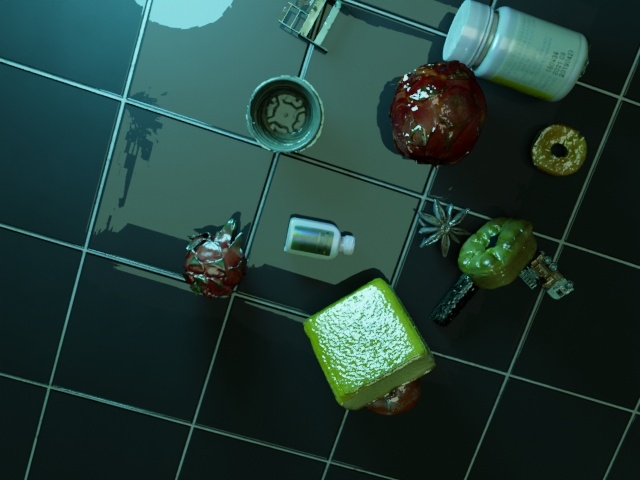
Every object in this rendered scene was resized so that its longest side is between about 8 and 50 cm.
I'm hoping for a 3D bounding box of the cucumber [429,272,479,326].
[{"bbox_3d":[0.460,0.202,1.965,0.078,0.062,0.211,33,98,-9],"label":"cucumber"}]

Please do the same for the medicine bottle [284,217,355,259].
[{"bbox_3d":[0.000,0.000,1.894,0.219,0.078,0.115,10,99,-4],"label":"medicine bottle"}]

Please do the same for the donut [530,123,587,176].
[{"bbox_3d":[0.761,-0.291,1.884,0.178,0.065,0.162,31,103,-9],"label":"donut"}]

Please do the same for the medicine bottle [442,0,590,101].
[{"bbox_3d":[0.578,-0.566,1.743,0.379,0.213,0.213,18,100,-6],"label":"medicine bottle"}]

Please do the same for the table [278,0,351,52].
[{"bbox_3d":[-0.018,-0.678,1.766,0.175,0.062,0.146,29,98,-9],"label":"table"}]

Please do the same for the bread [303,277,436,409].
[{"bbox_3d":[0.146,0.321,1.845,0.324,0.333,0.143,-29,142,2],"label":"bread"}]

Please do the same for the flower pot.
[{"bbox_3d":[-0.106,-0.381,1.782,0.236,0.140,0.235,0,101,-1],"label":"flower pot"}]

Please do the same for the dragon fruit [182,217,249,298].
[{"bbox_3d":[-0.324,0.063,1.841,0.193,0.192,0.274,54,53,-46],"label":"dragon fruit"}]

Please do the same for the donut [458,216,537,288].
[{"bbox_3d":[0.561,0.036,1.861,0.261,0.208,0.128,-43,113,-15],"label":"donut"}]

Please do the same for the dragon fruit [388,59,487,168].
[{"bbox_3d":[0.341,-0.372,1.728,0.296,0.295,0.301,10,89,-5],"label":"dragon fruit"}]

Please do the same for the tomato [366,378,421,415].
[{"bbox_3d":[0.225,0.464,1.943,0.232,0.189,0.231,-3,82,24],"label":"tomato"}]

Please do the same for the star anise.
[{"bbox_3d":[0.405,-0.040,1.917,0.183,0.065,0.195,-3,97,-7],"label":"star anise"}]

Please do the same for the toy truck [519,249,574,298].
[{"bbox_3d":[0.750,0.123,1.957,0.115,0.080,0.178,-44,99,11],"label":"toy truck"}]
